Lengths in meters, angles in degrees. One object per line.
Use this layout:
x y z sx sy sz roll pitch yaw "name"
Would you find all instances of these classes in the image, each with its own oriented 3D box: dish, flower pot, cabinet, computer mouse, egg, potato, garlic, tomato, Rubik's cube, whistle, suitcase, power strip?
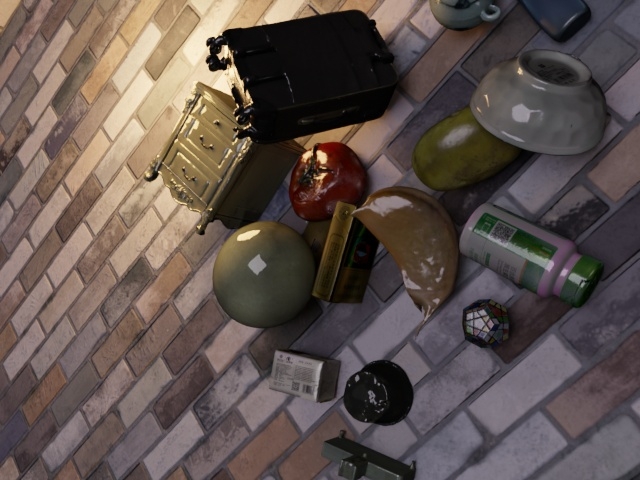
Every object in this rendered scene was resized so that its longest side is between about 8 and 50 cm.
0.452 -0.297 1.254 0.303 0.303 0.120 41 144 29 "dish"
0.126 0.366 1.479 0.158 0.107 0.157 -3 84 32 "flower pot"
-0.272 -0.213 1.727 0.290 0.227 0.318 42 107 27 "cabinet"
-0.001 0.000 1.625 0.102 0.045 0.199 41 112 36 "computer mouse"
-0.141 0.088 1.564 0.352 0.259 0.258 137 125 -67 "egg"
0.323 -0.206 1.382 0.228 0.197 0.148 -43 32 38 "potato"
0.223 0.030 1.430 0.196 0.151 0.338 -27 90 0 "garlic"
0.000 -0.158 1.595 0.228 0.101 0.227 -16 61 31 "tomato"
0.359 0.181 1.364 0.111 0.093 0.111 -4 82 30 "Rubik's cube"
0.306 -0.584 1.458 0.289 0.163 0.163 45 107 29 "whistle"
-0.034 -0.393 1.522 0.434 0.194 0.283 -17 69 -16 "suitcase"
0.098 0.516 1.455 0.216 0.145 0.061 13 92 32 "power strip"

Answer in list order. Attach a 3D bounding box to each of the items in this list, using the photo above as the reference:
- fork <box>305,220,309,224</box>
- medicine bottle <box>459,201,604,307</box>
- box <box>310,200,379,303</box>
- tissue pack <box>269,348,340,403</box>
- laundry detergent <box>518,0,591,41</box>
-0.001 -0.026 1.664 0.115 0.012 0.016 32 97 36 "fork"
0.439 0.031 1.309 0.274 0.133 0.133 30 100 31 "medicine bottle"
0.070 0.033 1.524 0.071 0.159 0.240 19 95 35 "box"
-0.039 0.341 1.588 0.149 0.099 0.106 8 86 33 "tissue pack"
0.496 -0.536 1.387 0.096 0.061 0.206 -48 61 27 "laundry detergent"
